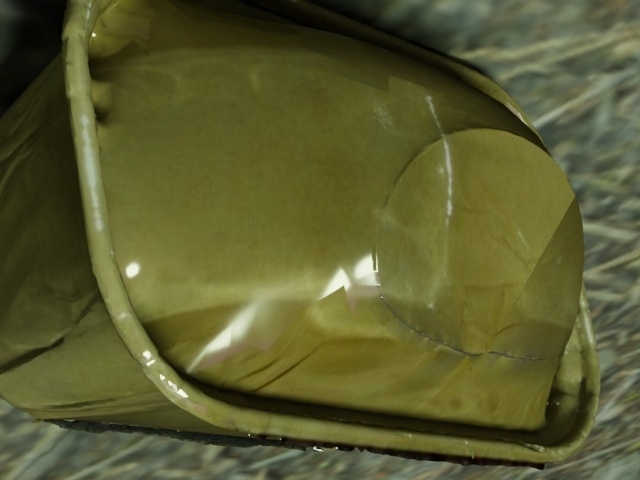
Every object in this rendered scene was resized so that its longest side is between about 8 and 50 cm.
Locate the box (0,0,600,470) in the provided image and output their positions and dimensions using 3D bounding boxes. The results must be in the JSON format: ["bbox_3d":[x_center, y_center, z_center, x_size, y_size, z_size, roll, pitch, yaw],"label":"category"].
[{"bbox_3d":[0.000,0.000,0.405,0.111,0.111,0.177,-41,148,26],"label":"box"}]
